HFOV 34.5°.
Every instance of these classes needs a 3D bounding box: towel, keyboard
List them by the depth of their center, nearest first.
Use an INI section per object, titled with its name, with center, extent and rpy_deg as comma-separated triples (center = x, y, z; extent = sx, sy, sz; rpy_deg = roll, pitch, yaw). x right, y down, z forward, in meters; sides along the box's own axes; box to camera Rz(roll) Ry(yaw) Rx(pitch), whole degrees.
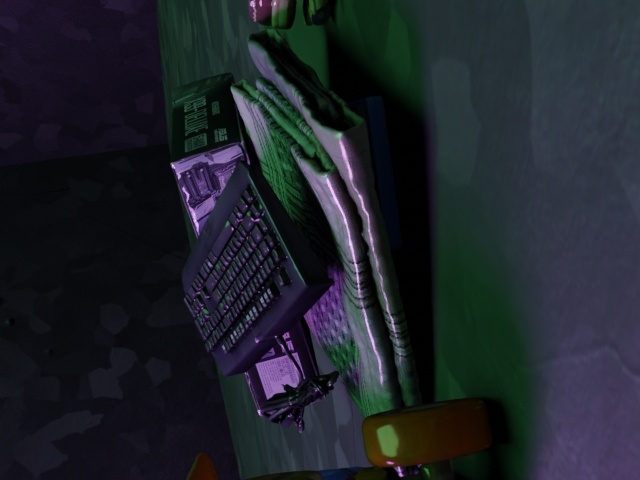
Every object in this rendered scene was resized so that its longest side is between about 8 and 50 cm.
[towel]
center = 0.000, 0.000, 0.873
extent = 0.312, 0.056, 0.324
rpy_deg = -122, 17, -62
[keyboard]
center = -0.054, 0.071, 0.904
extent = 0.201, 0.033, 0.317
rpy_deg = 57, 156, 8

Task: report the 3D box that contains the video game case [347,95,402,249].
[video game case]
center = 0.033, -0.056, 0.871
extent = 0.166, 0.015, 0.119
rpy_deg = -163, 65, -78

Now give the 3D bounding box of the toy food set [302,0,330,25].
[toy food set]
center = -0.005, -0.230, 0.917
extent = 0.122, 0.019, 0.077
rpy_deg = -112, 15, -76

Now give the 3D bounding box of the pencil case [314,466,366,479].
[pencil case]
center = 0.027, 0.372, 0.964
extent = 0.133, 0.120, 0.306
rpy_deg = -32, -65, -70

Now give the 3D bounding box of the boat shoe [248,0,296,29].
[boat shoe]
center = -0.096, -0.348, 0.975
extent = 0.123, 0.123, 0.341
rpy_deg = 102, 158, -74

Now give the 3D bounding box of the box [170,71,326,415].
[box]
center = -0.082, -0.002, 1.128
extent = 0.242, 0.077, 0.307
rpy_deg = -106, -1, -64

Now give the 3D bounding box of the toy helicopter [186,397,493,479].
[toy helicopter]
center = -0.022, 0.204, 0.746
extent = 0.355, 0.235, 0.140
rpy_deg = 145, 115, -74
